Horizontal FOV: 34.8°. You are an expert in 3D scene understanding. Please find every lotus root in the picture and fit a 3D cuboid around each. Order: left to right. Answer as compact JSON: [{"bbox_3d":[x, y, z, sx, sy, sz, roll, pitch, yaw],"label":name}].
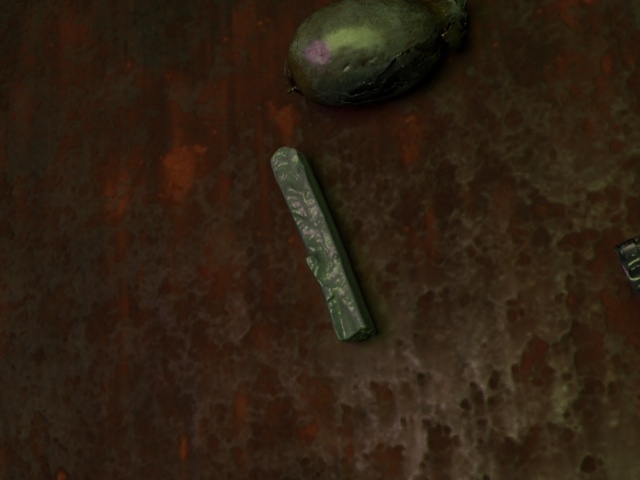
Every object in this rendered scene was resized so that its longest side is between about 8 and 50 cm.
[{"bbox_3d":[0.045,-0.158,0.839,0.165,0.088,0.088,-15,69,11],"label":"lotus root"}]

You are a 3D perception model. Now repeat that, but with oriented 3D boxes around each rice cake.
[{"bbox_3d":[0.000,0.000,0.833,0.030,0.042,0.180,-31,63,18],"label":"rice cake"}]

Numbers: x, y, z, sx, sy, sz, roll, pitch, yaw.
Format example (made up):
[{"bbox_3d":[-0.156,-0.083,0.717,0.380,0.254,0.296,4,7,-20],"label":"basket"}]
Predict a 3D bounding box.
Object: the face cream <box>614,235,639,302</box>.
[{"bbox_3d":[0.338,-0.033,0.660,0.291,0.071,0.144,-28,64,16],"label":"face cream"}]
